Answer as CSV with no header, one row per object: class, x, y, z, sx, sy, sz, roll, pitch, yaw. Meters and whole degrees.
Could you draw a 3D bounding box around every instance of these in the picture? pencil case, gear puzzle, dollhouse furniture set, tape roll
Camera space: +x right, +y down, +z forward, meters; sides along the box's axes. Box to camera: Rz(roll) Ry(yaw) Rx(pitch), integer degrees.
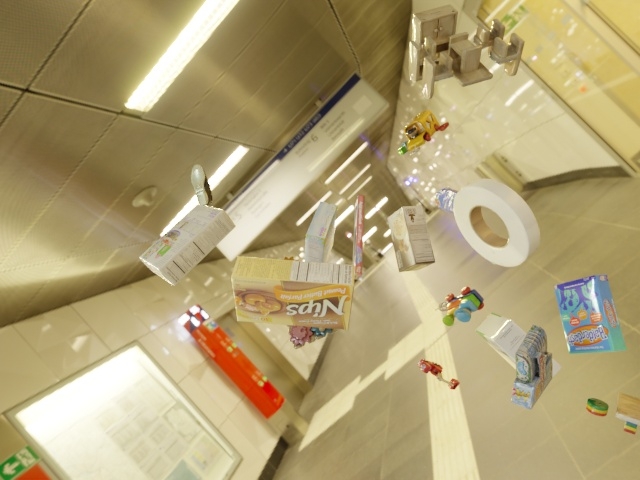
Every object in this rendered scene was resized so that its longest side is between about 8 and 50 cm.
pencil case,0.690,-0.205,2.256,0.120,0.133,0.306,-2,10,-4
gear puzzle,-0.067,0.189,1.521,0.176,0.338,0.044,-24,-30,3
dollhouse furniture set,0.314,-0.425,1.056,0.212,0.242,0.161,-17,-38,-4
tape roll,0.711,-0.068,1.803,0.072,0.392,0.392,-33,-6,-16

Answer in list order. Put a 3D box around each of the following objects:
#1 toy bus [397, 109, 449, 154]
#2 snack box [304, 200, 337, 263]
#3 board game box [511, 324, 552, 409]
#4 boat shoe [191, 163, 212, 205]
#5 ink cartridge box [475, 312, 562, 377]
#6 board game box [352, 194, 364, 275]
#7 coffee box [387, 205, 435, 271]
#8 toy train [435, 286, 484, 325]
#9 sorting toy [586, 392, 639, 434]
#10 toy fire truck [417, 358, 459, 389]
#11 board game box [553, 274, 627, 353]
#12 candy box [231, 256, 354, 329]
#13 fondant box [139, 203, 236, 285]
toy bus,0.379,-0.430,1.714,0.191,0.104,0.202,-36,12,1
snack box,0.000,0.000,1.511,0.207,0.070,0.174,93,-167,-47
board game box,0.620,0.384,1.288,0.060,0.194,0.194,9,33,41
boat shoe,-0.380,-0.177,1.409,0.049,0.132,0.042,-12,3,15
ink cartridge box,0.807,0.443,1.808,0.117,0.278,0.201,-47,1,-2
board game box,0.135,-0.007,1.570,0.145,0.027,0.281,82,-169,-80
coffee box,0.375,-0.005,1.830,0.098,0.246,0.141,-4,-16,-20
toy train,0.539,0.297,1.804,0.143,0.105,0.248,-44,4,-41
sorting toy,0.804,0.439,1.063,0.132,0.275,0.046,-11,-72,-54
toy fire truck,0.590,0.669,2.200,0.047,0.192,0.135,-59,29,13
board game box,0.771,0.217,1.269,0.047,0.210,0.160,-1,-17,-15
candy box,-0.071,0.146,1.198,0.087,0.317,0.182,-85,-2,-48
fondant box,-0.526,0.006,1.737,0.330,0.096,0.238,-47,34,-22
